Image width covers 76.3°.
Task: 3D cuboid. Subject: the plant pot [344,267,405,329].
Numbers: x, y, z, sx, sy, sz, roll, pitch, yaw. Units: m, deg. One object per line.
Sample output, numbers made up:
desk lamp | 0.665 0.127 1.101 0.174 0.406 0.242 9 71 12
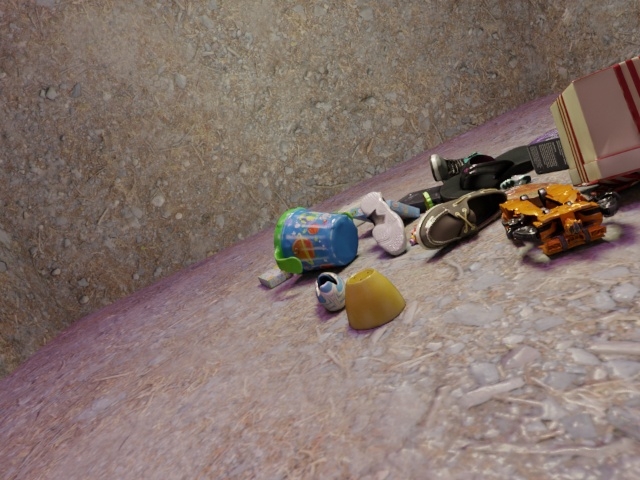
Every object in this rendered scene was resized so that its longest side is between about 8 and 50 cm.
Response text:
plant pot | 0.106 0.119 0.896 0.134 0.095 0.134 -24 12 6

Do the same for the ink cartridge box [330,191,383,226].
ink cartridge box | 0.178 -0.137 1.883 0.212 0.093 0.154 -27 11 -19

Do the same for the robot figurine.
robot figurine | 0.495 -0.052 0.872 0.210 0.085 0.291 -22 11 17

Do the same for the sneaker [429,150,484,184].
sneaker | 0.537 -0.279 1.560 0.178 0.124 0.295 -13 -10 31

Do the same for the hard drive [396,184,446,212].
hard drive | 0.408 -0.159 1.596 0.172 0.054 0.254 -33 15 -34

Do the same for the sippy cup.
sippy cup | 0.000 0.000 1.384 0.223 0.240 0.306 -1 63 39

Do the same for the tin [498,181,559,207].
tin | 0.576 -0.123 1.140 0.106 0.040 0.189 -24 11 -15

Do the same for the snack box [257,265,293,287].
snack box | -0.171 0.134 1.543 0.100 0.037 0.141 -31 13 -21

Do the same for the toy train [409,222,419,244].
toy train | 0.331 -0.037 1.239 0.166 0.046 0.125 -14 17 46

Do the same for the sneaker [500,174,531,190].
sneaker | 0.627 -0.189 1.330 0.098 0.038 0.069 -15 11 3

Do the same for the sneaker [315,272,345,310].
sneaker | 0.022 0.117 1.106 0.085 0.086 0.237 -27 10 -2

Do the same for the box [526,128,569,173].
box | 0.798 -0.301 1.285 0.153 0.108 0.207 -31 12 -28

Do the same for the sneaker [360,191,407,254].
sneaker | 0.230 -0.037 1.316 0.101 0.153 0.269 -38 44 16

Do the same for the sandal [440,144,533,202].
sandal | 0.595 -0.262 1.437 0.445 0.107 0.167 -28 31 -16

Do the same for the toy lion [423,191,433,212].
toy lion | 0.373 -0.122 1.399 0.034 0.096 0.100 -23 11 9

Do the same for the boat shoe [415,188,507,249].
boat shoe | 0.384 -0.065 1.099 0.304 0.109 0.091 -27 6 -28

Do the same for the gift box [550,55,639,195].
gift box | 0.678 -0.246 0.904 0.254 0.259 0.276 -18 -1 23

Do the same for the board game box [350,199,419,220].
board game box | 0.240 -0.102 1.535 0.160 0.039 0.211 11 -11 -36
